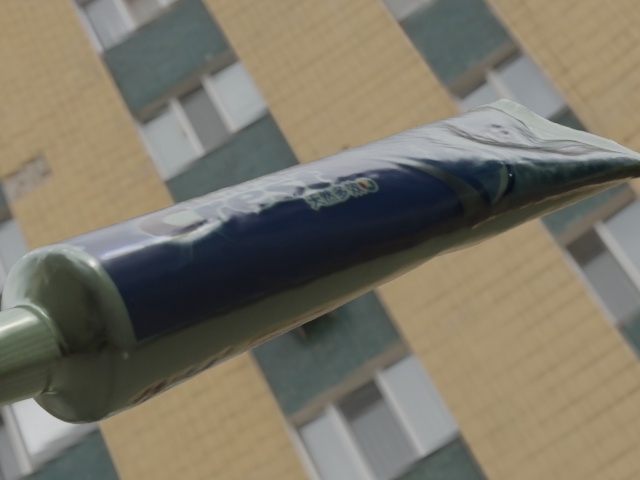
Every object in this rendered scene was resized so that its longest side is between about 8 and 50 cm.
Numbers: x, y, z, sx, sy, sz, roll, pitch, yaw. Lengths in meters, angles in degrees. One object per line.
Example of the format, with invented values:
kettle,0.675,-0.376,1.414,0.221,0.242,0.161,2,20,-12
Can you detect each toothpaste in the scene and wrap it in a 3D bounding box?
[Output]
toothpaste,0.001,0.000,0.538,0.069,0.047,0.268,-16,3,45
